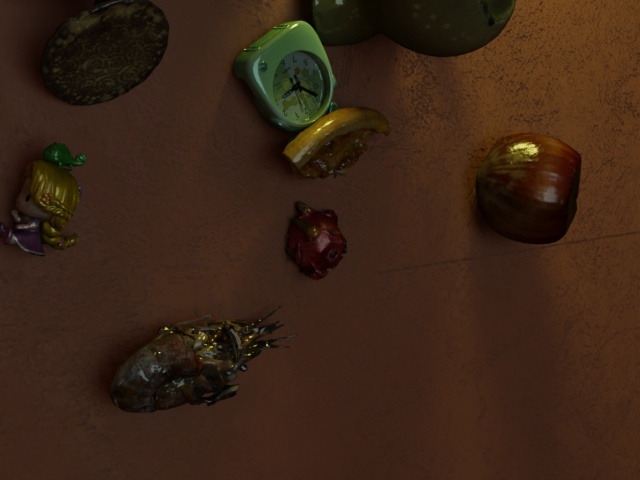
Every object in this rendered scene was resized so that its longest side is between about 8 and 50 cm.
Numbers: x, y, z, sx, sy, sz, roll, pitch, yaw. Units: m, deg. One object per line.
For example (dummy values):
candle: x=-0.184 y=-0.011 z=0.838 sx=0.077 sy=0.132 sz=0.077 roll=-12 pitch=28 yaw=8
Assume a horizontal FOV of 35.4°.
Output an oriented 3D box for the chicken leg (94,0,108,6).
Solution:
chicken leg: x=-0.240 y=-0.425 z=1.365 sx=0.361 sy=0.211 sz=0.140 roll=-22 pitch=150 yaw=-30

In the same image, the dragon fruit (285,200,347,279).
dragon fruit: x=0.002 y=0.004 z=1.698 sx=0.112 sy=0.068 sz=0.126 roll=9 pitch=92 yaw=-38

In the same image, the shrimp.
shrimp: x=-0.173 y=0.173 z=1.557 sx=0.343 sy=0.116 sz=0.145 roll=-19 pitch=131 yaw=-37

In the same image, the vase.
vase: x=0.176 y=-0.429 z=1.667 sx=0.329 sy=0.302 sz=0.240 roll=-29 pitch=114 yaw=-50

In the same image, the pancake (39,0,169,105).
pancake: x=-0.296 y=-0.259 z=1.383 sx=0.199 sy=0.021 sz=0.199 roll=-25 pitch=154 yaw=-13

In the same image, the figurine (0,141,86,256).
figurine: x=-0.367 y=-0.055 z=1.391 sx=0.115 sy=0.095 sz=0.156 roll=18 pitch=94 yaw=-48

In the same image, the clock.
clock: x=-0.047 y=-0.248 z=1.629 sx=0.148 sy=0.060 sz=0.188 roll=-40 pitch=119 yaw=-27

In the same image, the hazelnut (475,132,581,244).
hazelnut: x=0.401 y=-0.101 z=1.939 sx=0.181 sy=0.181 sz=0.212 roll=12 pitch=90 yaw=-67

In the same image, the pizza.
pizza: x=0.029 y=-0.160 z=1.670 sx=0.271 sy=0.056 sz=0.134 roll=-15 pitch=132 yaw=-55
